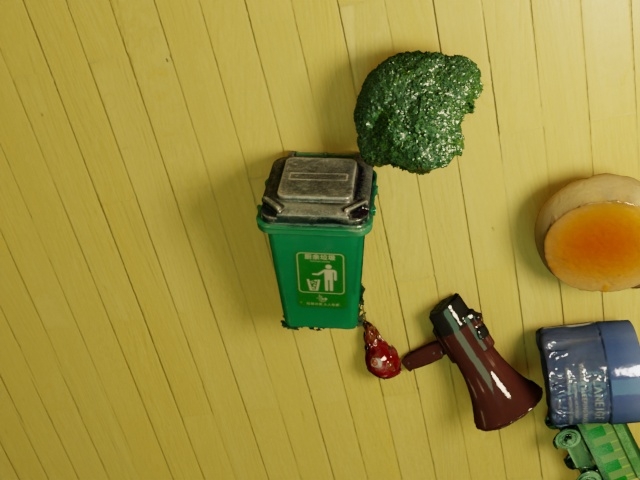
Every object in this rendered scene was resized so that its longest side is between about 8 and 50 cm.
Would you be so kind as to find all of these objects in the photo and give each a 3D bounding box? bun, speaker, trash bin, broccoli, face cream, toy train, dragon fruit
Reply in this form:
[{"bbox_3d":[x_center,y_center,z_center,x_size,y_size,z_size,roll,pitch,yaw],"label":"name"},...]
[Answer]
[{"bbox_3d":[0.639,-0.033,1.698,0.298,0.165,0.299,7,132,7],"label":"bun"},{"bbox_3d":[0.377,0.309,1.935,0.330,0.198,0.259,54,153,0],"label":"speaker"},{"bbox_3d":[0.000,0.000,1.753,0.259,0.295,0.381,3,127,5],"label":"trash bin"},{"bbox_3d":[0.213,-0.265,1.601,0.307,0.308,0.275,-28,135,19],"label":"broccoli"},{"bbox_3d":[0.652,0.325,1.827,0.225,0.249,0.249,-8,115,13],"label":"face cream"},{"bbox_3d":[0.728,0.534,1.997,0.202,0.120,0.301,-26,110,15],"label":"toy train"},{"bbox_3d":[0.144,0.289,1.967,0.094,0.094,0.191,-28,105,19],"label":"dragon fruit"}]

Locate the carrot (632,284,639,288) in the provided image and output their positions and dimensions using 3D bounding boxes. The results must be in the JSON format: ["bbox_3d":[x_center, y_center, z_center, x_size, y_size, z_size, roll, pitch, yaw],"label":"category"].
[{"bbox_3d":[0.825,0.078,1.790,0.186,0.060,0.060,-19,113,18],"label":"carrot"}]
